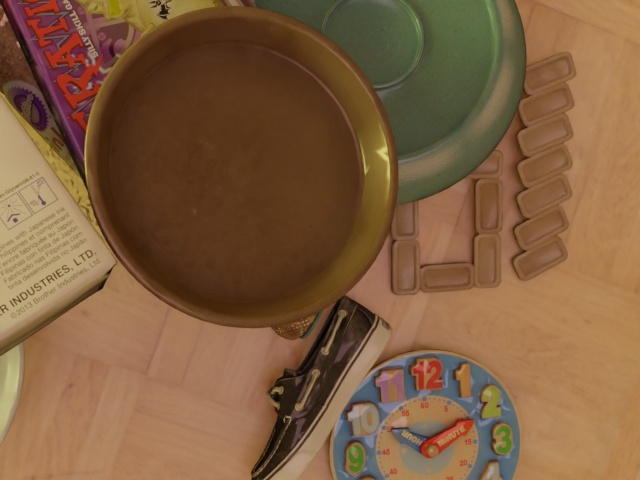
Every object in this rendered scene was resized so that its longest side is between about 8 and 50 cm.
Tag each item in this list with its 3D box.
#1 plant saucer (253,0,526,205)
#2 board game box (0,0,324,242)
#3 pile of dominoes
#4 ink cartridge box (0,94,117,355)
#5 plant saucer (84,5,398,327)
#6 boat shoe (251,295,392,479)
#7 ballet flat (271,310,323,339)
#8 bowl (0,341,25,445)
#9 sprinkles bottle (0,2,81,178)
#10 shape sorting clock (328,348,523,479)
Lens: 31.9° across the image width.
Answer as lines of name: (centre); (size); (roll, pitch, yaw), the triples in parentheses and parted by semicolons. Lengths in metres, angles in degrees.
plant saucer: (0.049, -0.191, 1.093); (0.317, 0.044, 0.318); (0, 80, -2)
board game box: (-0.158, -0.187, 0.990); (0.208, 0.056, 0.347); (-26, 92, -17)
pile of dominoes: (0.164, -0.074, 1.166); (0.196, 0.040, 0.251); (-3, 101, -9)
ink cartridge box: (-0.388, -0.060, 0.903); (0.270, 0.151, 0.395); (-35, 92, -22)
plant saucer: (-0.066, -0.063, 0.962); (0.278, 0.041, 0.278); (3, 82, -21)
boat shoe: (-0.016, 0.157, 1.120); (0.070, 0.078, 0.219); (35, 79, -9)
ballet flat: (0.000, 0.000, 1.110); (0.067, 0.073, 0.206); (29, 87, -26)
bowl: (-0.422, 0.115, 1.005); (0.298, 0.134, 0.298); (4, 76, -18)
sprinkles bottle: (-0.232, -0.150, 1.046); (0.121, 0.121, 0.355); (-44, 98, -5)
shape sorting clock: (0.111, 0.214, 1.156); (0.206, 0.040, 0.206); (0, 92, -8)
